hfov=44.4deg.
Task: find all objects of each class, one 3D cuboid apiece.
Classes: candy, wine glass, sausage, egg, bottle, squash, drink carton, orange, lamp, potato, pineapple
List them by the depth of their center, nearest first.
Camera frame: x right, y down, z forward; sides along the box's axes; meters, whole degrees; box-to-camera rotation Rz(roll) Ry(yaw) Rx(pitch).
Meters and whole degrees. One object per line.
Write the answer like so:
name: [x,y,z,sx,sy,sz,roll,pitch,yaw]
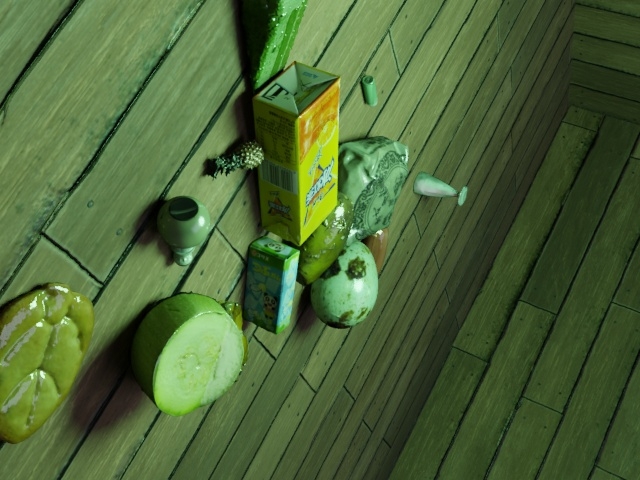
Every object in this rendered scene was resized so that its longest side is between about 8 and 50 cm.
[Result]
lamp: [-0.240,-0.006,1.374,0.091,0.091,0.163,-50,164,-34]
squash: [-0.226,0.209,1.416,0.220,0.133,0.220,-9,106,-33]
pineapple: [-0.164,-0.148,1.455,0.124,0.058,0.058,-26,134,-38]
drink carton: [-0.042,-0.167,1.575,0.154,0.111,0.351,-49,154,-34]
orange: [-0.203,0.202,1.577,0.160,0.112,0.170,77,3,-52]
candy: [-0.109,0.098,1.705,0.062,0.097,0.195,-33,139,-51]
potato: [0.000,0.000,1.816,0.149,0.113,0.251,-20,133,-65]
bottle: [0.119,-0.357,1.879,0.030,0.030,0.083,-58,155,-22]
egg: [0.065,0.112,1.997,0.169,0.169,0.231,50,55,-63]
sausage: [0.152,0.029,2.225,0.077,0.077,0.194,-32,137,-53]
wine glass: [0.369,-0.160,2.420,0.073,0.155,0.073,-40,140,-44]

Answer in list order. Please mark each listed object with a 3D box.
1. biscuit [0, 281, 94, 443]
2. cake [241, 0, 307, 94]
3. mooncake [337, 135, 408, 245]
biscuit: [-0.427,0.186,1.182,0.203,0.041,0.260,4,104,-65]
cake: [-0.076,-0.360,1.389,0.100,0.099,0.235,-46,149,-37]
mooncake: [0.118,-0.129,1.943,0.254,0.136,0.250,-31,141,-53]
